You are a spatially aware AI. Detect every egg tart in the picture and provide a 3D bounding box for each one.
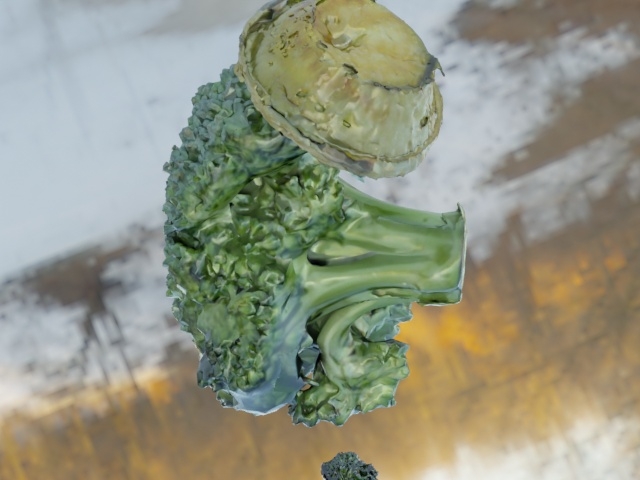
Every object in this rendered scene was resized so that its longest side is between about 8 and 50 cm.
[{"bbox_3d":[0.025,-0.150,1.698,0.212,0.212,0.090,-19,150,-44],"label":"egg tart"}]

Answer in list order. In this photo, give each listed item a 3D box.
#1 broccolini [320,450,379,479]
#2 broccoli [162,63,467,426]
[{"bbox_3d":[0.035,0.255,1.412,0.044,0.218,0.042,14,145,-40],"label":"broccolini"},{"bbox_3d":[-0.019,0.009,1.898,0.338,0.317,0.277,-59,176,17],"label":"broccoli"}]
